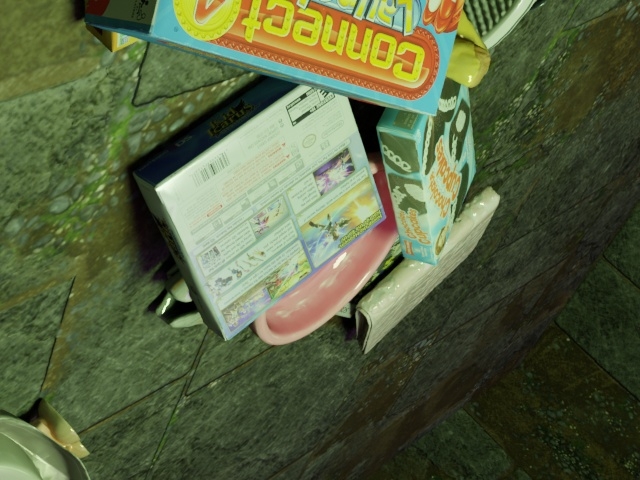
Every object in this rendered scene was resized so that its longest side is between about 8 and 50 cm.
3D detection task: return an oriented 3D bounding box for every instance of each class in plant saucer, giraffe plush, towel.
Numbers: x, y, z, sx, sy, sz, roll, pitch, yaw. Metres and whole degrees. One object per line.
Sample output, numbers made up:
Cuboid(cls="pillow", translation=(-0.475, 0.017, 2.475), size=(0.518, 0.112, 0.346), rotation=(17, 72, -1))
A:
Cuboid(cls="plant saucer", translation=(0.000, 0.000, 1.728), size=(0.332, 0.084, 0.332), rotation=(-41, 155, -24))
Cuboid(cls="giraffe plush", translation=(0.134, -0.299, 1.384), size=(0.210, 0.181, 0.170), rotation=(19, 107, -31))
Cuboid(cls="towel", translation=(0.188, 0.060, 2.228), size=(0.332, 0.053, 0.317), rotation=(-43, 169, -13))

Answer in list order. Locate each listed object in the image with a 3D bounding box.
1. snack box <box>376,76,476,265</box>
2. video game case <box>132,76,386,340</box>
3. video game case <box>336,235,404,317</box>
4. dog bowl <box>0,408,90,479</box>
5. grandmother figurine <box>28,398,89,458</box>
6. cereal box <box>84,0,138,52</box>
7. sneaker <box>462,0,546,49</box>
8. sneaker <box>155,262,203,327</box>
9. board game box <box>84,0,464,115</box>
Cuboid(cls="snack box", translation=(0.156, -0.126, 1.677), size=(0.322, 0.060, 0.187), rotation=(73, 38, -56))
Cuboid(cls="video game case", translation=(-0.064, -0.053, 1.418), size=(0.269, 0.061, 0.244), rotation=(-37, 130, -21))
Cuboid(cls="video game case", translation=(0.085, 0.034, 2.057), size=(0.232, 0.042, 0.210), rotation=(-48, 162, 6))
Cuboid(cls="dog bowl", translation=(-0.441, 0.342, 1.379), size=(0.349, 0.102, 0.348), rotation=(-25, 131, -31))
Cuboid(cls="grandmother figurine", translation=(-0.458, 0.351, 1.520), size=(0.342, 0.104, 0.207), rotation=(-42, 152, -17))
Cuboid(cls="cereal box", translation=(-0.100, -0.285, 1.048), size=(0.240, 0.047, 0.173), rotation=(-33, 153, -29))
Cuboid(cls="sneaker", translation=(0.264, -0.364, 1.512), size=(0.127, 0.126, 0.321), rotation=(-2, 132, -55))
Cuboid(cls="sneaker", translation=(-0.136, 0.029, 1.537), size=(0.121, 0.099, 0.262), rotation=(-21, 148, -40))
Cuboid(cls="board game box", translation=(-0.001, -0.273, 0.909), size=(0.308, 0.086, 0.301), rotation=(8, 97, -44))
